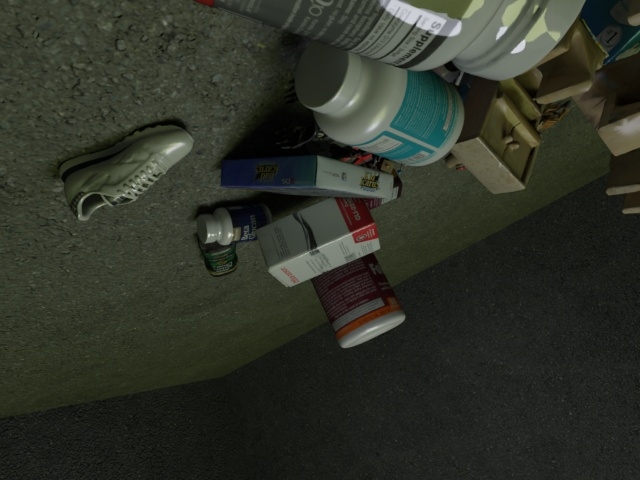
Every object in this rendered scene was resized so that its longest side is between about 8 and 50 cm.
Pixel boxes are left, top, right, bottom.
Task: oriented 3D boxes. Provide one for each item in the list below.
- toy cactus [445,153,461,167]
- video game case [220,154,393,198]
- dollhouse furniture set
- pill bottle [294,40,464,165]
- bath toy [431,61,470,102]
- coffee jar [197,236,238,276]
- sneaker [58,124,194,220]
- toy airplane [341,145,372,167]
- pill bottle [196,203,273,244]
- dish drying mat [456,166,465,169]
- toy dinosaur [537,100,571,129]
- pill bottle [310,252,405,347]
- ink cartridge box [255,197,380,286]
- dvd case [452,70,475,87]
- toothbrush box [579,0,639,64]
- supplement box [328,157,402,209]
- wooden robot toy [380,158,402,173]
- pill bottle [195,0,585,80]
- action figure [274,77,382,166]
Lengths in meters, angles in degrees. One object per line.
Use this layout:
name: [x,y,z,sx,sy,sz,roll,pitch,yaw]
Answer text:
toy cactus: [0.466,-0.268,1.263,0.219,0.112,0.181,-20,172,-43]
video game case: [-0.028,-0.128,0.871,0.270,0.061,0.245,7,-175,40]
dollhouse furniture set: [0.436,-0.242,0.649,0.362,0.256,0.394,34,160,-26]
pill bottle: [0.088,-0.200,0.604,0.264,0.146,0.146,4,145,-48]
bath toy: [0.181,-0.323,0.731,0.129,0.151,0.348,7,171,29]
coffee jar: [-0.281,0.037,1.167,0.096,0.079,0.184,-19,159,-15]
sneaker: [-0.322,-0.117,0.721,0.235,0.094,0.090,-26,158,-1]
toy airplane: [0.099,-0.215,1.051,0.151,0.028,0.151,-21,160,-8]
pill bottle: [-0.212,-0.038,1.035,0.170,0.094,0.094,-10,155,-35]
dish drying mat: [0.464,-0.229,1.291,0.084,0.008,0.032,-9,-175,15]
toy dinosaur: [0.707,-0.369,1.319,0.212,0.064,0.112,-28,161,9]
pill bottle: [0.087,0.120,1.341,0.224,0.391,0.224,-22,160,-8]
ink cartridge box: [0.000,0.000,1.058,0.273,0.114,0.197,-24,158,2]
dvd case: [0.373,-0.382,0.955,0.180,0.029,0.238,-22,160,-9]
toothbrush box: [0.535,-0.470,0.655,0.126,0.216,0.295,-15,157,-27]
supplement box: [0.117,-0.141,1.146,0.188,0.104,0.080,-24,159,-3]
wooden robot toy: [0.231,-0.245,1.092,0.173,0.076,0.079,-44,177,28]
pill bottle: [0.058,-0.290,0.399,0.364,0.210,0.210,9,148,-19]
action figure: [0.036,-0.223,0.764,0.141,0.163,0.276,15,-165,35]
